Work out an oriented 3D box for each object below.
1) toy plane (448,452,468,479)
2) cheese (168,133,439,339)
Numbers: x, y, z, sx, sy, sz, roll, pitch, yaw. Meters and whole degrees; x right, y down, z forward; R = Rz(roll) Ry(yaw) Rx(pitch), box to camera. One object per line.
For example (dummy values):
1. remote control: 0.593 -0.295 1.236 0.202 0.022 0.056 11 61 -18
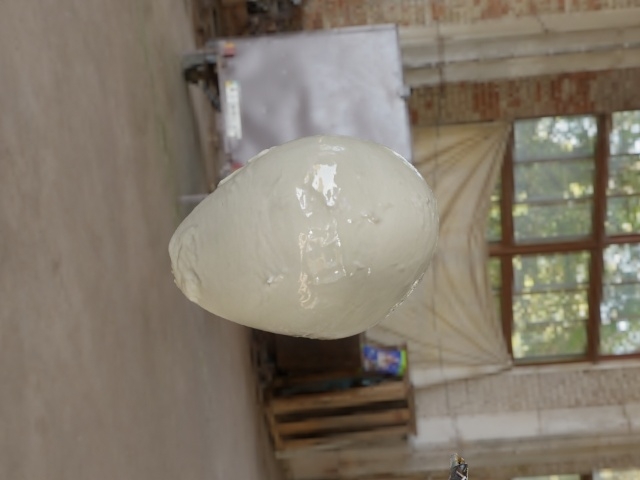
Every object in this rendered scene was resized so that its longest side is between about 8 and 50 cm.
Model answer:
1. toy plane: 0.072 0.326 0.753 0.204 0.103 0.316 82 24 -51
2. cheese: 0.000 0.000 0.891 0.189 0.198 0.154 -47 -130 32
